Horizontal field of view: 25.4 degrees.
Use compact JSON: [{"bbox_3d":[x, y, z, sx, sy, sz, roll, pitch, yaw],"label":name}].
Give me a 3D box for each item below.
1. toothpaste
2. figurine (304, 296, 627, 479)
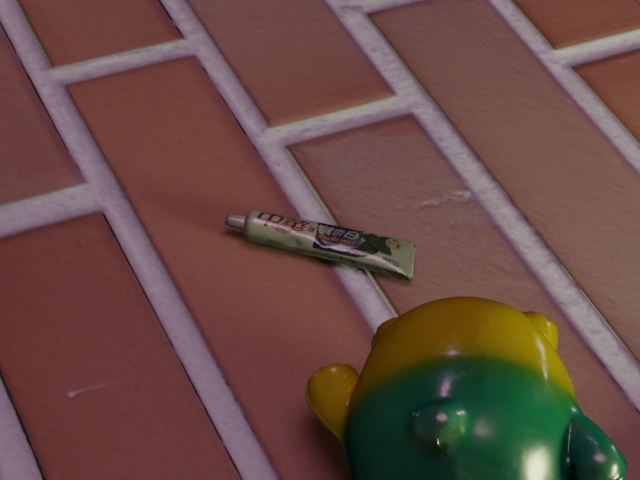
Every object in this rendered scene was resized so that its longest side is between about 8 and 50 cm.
[{"bbox_3d":[0.000,0.000,1.691,0.233,0.038,0.060,13,49,1],"label":"toothpaste"},{"bbox_3d":[0.134,0.197,1.391,0.324,0.231,0.340,-6,42,13],"label":"figurine"}]
